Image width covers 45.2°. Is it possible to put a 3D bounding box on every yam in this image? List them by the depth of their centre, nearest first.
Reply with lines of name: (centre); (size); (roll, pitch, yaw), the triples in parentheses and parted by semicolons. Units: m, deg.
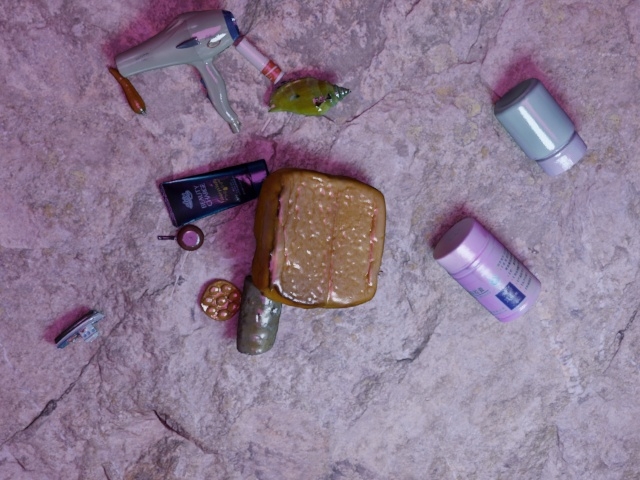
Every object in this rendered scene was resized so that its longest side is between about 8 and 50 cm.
yam: (-0.154, 0.190, 1.953); (0.108, 0.107, 0.194); (9, 100, -8)

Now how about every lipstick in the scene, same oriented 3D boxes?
lipstick: (-0.146, -0.436, 1.871); (0.131, 0.038, 0.038); (40, 93, -12)

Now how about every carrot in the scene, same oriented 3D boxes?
carrot: (-0.461, -0.359, 1.852); (0.035, 0.035, 0.142); (-33, 95, 0)

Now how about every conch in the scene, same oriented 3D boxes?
conch: (-0.026, -0.353, 1.889); (0.201, 0.079, 0.094); (5, 81, 1)

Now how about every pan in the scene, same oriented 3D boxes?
pan: (-0.350, -0.004, 1.933); (0.115, 0.023, 0.068); (-2, 101, -7)

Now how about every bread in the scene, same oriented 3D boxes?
bread: (-0.004, 0.000, 1.888); (0.328, 0.148, 0.336); (5, 88, -27)
bread: (-0.254, 0.155, 1.973); (0.110, 0.024, 0.109); (-1, 99, -6)

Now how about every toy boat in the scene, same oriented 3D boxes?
toy boat: (-0.597, 0.231, 1.927); (0.140, 0.059, 0.066); (-39, 90, 0)

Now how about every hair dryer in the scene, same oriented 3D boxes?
hair dryer: (-0.338, -0.397, 1.837); (0.296, 0.119, 0.298); (0, 113, -1)

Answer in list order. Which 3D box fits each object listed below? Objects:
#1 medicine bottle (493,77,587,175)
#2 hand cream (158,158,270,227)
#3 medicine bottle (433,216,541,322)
medicine bottle: (0.553, -0.284, 1.934); (0.139, 0.139, 0.225); (-42, 102, 2)
hand cream: (-0.255, -0.124, 1.913); (0.271, 0.061, 0.120); (-16, 108, 4)
medicine bottle: (0.427, 0.075, 1.977); (0.254, 0.152, 0.152); (41, 93, -12)
